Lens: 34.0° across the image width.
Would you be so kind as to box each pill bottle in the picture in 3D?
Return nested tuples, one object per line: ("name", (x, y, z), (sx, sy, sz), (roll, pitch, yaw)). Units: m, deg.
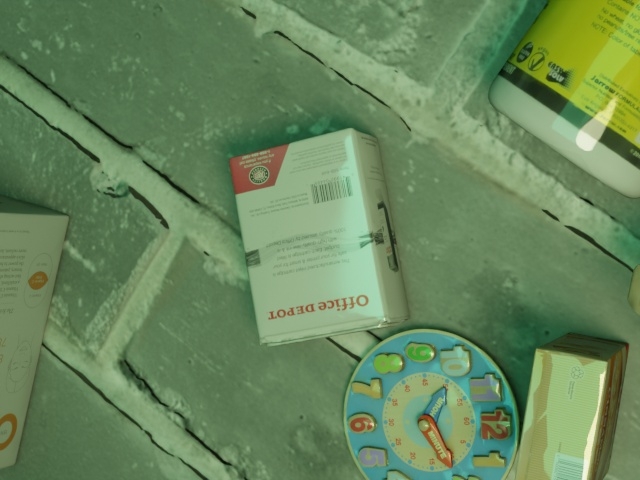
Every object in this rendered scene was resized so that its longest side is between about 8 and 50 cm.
("pill bottle", (0.325, -0.223, 0.996), (0.188, 0.188, 0.334), (38, 103, 18))

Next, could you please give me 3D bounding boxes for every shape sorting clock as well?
("shape sorting clock", (0.119, 0.201, 1.157), (0.206, 0.040, 0.206), (0, 89, 22))

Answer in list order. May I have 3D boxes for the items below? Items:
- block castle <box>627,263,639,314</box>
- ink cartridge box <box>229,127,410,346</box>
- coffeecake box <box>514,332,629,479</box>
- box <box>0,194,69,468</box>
("block castle", (0.514, 0.135, 0.903), (0.303, 0.213, 0.453), (-40, 69, 35))
("ink cartridge box", (0.000, 0.000, 1.179), (0.158, 0.092, 0.218), (-11, 84, 22))
("coffeecake box", (0.249, 0.172, 1.026), (0.068, 0.185, 0.142), (9, 94, 22))
("box", (-0.475, 0.112, 1.305), (0.168, 0.215, 0.345), (15, 95, 22))
